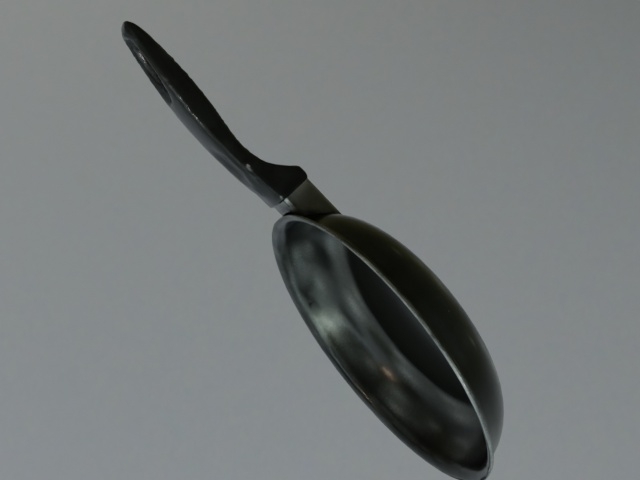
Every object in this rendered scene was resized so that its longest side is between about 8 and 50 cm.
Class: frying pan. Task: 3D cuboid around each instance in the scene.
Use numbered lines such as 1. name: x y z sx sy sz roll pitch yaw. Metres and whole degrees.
1. frying pan: 0.000 0.015 0.719 0.053 0.197 0.326 -36 -109 -18
